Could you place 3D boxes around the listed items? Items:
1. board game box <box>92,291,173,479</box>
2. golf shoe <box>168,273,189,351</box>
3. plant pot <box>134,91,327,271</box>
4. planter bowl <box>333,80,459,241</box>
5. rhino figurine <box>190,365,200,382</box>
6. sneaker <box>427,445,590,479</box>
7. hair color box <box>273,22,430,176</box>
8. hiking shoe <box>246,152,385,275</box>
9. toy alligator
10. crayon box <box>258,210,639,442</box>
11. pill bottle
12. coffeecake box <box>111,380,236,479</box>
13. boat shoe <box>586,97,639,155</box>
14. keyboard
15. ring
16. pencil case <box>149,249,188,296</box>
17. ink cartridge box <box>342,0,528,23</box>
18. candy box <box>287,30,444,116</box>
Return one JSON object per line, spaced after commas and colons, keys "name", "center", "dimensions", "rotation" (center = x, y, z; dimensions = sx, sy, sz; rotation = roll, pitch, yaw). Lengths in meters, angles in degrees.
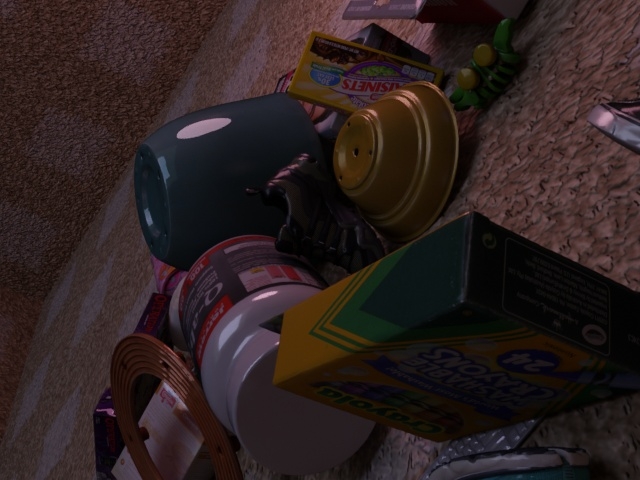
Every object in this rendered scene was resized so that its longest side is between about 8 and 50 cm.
{"name": "board game box", "center": [-0.329, 0.275, 1.721], "dimensions": [0.347, 0.056, 0.208], "rotation": [-76, -3, -57]}
{"name": "golf shoe", "center": [-0.185, 0.104, 1.707], "dimensions": [0.306, 0.115, 0.140], "rotation": [-55, 26, 26]}
{"name": "plant pot", "center": [-0.155, -0.076, 1.491], "dimensions": [0.293, 0.235, 0.293], "rotation": [35, 130, 58]}
{"name": "planter bowl", "center": [0.079, -0.110, 1.254], "dimensions": [0.217, 0.090, 0.217], "rotation": [-16, 71, 56]}
{"name": "rhino figurine", "center": [-0.248, 0.318, 1.650], "dimensions": [0.243, 0.073, 0.106], "rotation": [-67, 14, -2]}
{"name": "sneaker", "center": [0.137, 0.252, 0.816], "dimensions": [0.275, 0.107, 0.110], "rotation": [-51, 43, 43]}
{"name": "hair color box", "center": [0.014, -0.210, 1.588], "dimensions": [0.374, 0.114, 0.185], "rotation": [-9, 57, 64]}
{"name": "hiking shoe", "center": [0.000, 0.000, 1.253], "dimensions": [0.114, 0.227, 0.086], "rotation": [-33, -17, -12]}
{"name": "toy alligator", "center": [0.203, -0.194, 1.215], "dimensions": [0.051, 0.056, 0.189], "rotation": [48, 126, 21]}
{"name": "crayon box", "center": [0.102, 0.100, 0.854], "dimensions": [0.323, 0.203, 0.083], "rotation": [-31, 43, 51]}
{"name": "pill bottle", "center": [-0.059, 0.134, 1.220], "dimensions": [0.210, 0.210, 0.363], "rotation": [-62, 21, 6]}
{"name": "coffeecake box", "center": [-0.235, 0.338, 1.524], "dimensions": [0.142, 0.068, 0.185], "rotation": [38, 102, 39]}
{"name": "boat shoe", "center": [0.311, -0.092, 0.801], "dimensions": [0.070, 0.078, 0.219], "rotation": [-62, 29, 8]}
{"name": "keyboard", "center": [0.148, 0.206, 0.920], "dimensions": [0.256, 0.014, 0.072], "rotation": [-56, 22, 21]}
{"name": "ring", "center": [-0.200, 0.285, 1.357], "dimensions": [0.336, 0.032, 0.336], "rotation": [30, 130, 42]}
{"name": "pencil case", "center": [-0.288, 0.065, 1.994], "dimensions": [0.124, 0.124, 0.284], "rotation": [-62, 20, 6]}
{"name": "ink cartridge box", "center": [0.189, -0.393, 1.340], "dimensions": [0.272, 0.130, 0.309], "rotation": [-58, 21, 2]}
{"name": "candy box", "center": [0.066, -0.226, 1.380], "dimensions": [0.027, 0.206, 0.105], "rotation": [66, -136, -76]}
